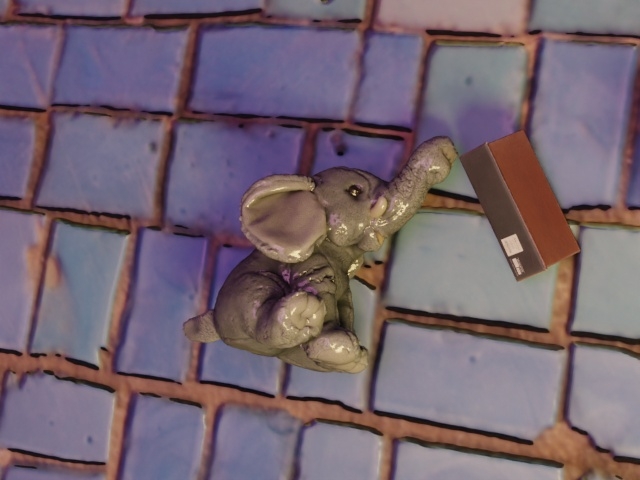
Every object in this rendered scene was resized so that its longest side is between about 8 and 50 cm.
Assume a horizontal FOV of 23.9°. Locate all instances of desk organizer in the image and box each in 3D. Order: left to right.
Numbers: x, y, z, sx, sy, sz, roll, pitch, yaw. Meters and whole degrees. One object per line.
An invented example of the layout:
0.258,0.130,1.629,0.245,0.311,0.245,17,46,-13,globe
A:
0.187,-0.034,1.415,0.047,0.050,0.130,-29,85,57,desk organizer

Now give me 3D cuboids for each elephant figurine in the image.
0.000,0.000,1.473,0.169,0.186,0.239,161,124,-69,elephant figurine
